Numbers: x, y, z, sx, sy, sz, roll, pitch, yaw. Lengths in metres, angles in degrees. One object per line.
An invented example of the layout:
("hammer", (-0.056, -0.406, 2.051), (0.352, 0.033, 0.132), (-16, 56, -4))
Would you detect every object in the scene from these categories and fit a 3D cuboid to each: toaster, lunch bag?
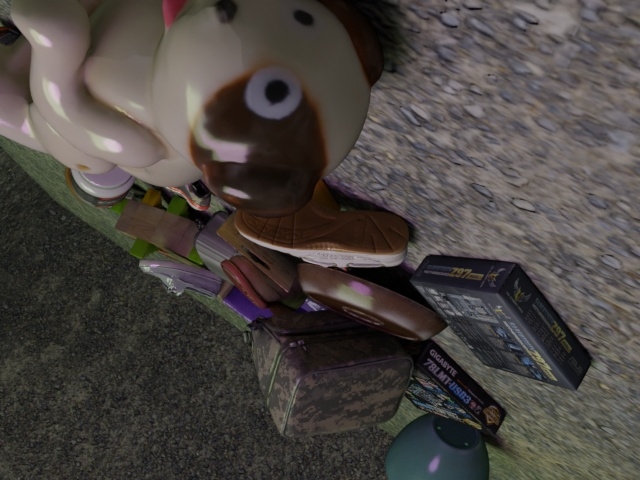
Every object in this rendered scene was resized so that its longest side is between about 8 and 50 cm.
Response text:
("toaster", (-0.202, 0.028, 1.461), (0.146, 0.129, 0.227), (27, 158, 28))
("lunch bag", (0.008, 0.259, 1.319), (0.256, 0.305, 0.213), (-128, 42, -50))

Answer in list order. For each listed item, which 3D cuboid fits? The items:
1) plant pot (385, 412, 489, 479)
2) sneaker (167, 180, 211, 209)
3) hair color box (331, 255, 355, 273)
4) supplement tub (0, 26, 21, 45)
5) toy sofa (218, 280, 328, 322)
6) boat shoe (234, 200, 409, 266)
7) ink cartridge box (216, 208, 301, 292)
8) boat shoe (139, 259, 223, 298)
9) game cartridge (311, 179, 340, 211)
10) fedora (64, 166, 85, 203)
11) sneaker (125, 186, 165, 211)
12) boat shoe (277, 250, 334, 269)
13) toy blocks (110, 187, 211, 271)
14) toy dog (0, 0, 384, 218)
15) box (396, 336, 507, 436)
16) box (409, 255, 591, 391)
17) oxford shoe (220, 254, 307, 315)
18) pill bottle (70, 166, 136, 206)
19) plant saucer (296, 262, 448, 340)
("plant pot", (0.343, 0.586, 1.674), (0.290, 0.290, 0.195), (29, 125, 24))
("sneaker", (-0.311, -0.140, 1.400), (0.158, 0.061, 0.065), (37, 136, -1))
("hair color box", (0.009, -0.001, 1.080), (0.141, 0.072, 0.043), (23, 158, 35))
("supplement tub", (-0.660, -0.394, 1.311), (0.198, 0.106, 0.106), (32, 162, 16))
("toy sofa", (-0.107, 0.190, 1.657), (0.362, 0.150, 0.177), (33, 163, 13))
("boat shoe", (0.000, 0.000, 0.952), (0.277, 0.098, 0.096), (11, 152, 15))
("ink cartridge box", (-0.124, 0.019, 1.224), (0.181, 0.056, 0.225), (40, -159, -7))
("boat shoe", (-0.363, 0.104, 1.579), (0.227, 0.081, 0.079), (16, 166, -29))
("game cartridge", (-0.144, -0.162, 1.018), (0.323, 0.053, 0.285), (18, 155, 40))
("fedora", (-0.646, -0.193, 1.771), (0.194, 0.194, 0.079), (36, -163, 3))
("sneaker", (-0.604, -0.135, 1.882), (0.292, 0.110, 0.118), (34, 156, -17))
("boat shoe", (-0.041, 0.003, 1.222), (0.178, 0.064, 0.060), (34, 127, -4))
("toy blocks", (-0.391, 0.009, 1.739), (0.381, 0.191, 0.261), (18, 167, 29))
("toy dog", (-0.139, -0.153, 0.641), (0.408, 0.284, 0.395), (14, 148, 45))
("box", (0.251, 0.334, 1.466), (0.293, 0.073, 0.295), (43, 161, -20))
("box", (0.269, 0.121, 0.913), (0.233, 0.059, 0.183), (46, 161, -24))
("oxford shoe", (-0.112, 0.080, 1.362), (0.123, 0.130, 0.348), (44, 179, 22))
("pill bottle", (-0.559, -0.180, 1.564), (0.161, 0.161, 0.283), (42, 162, -14))
("plant saucer", (0.088, 0.126, 1.162), (0.310, 0.050, 0.310), (22, 168, 5))
